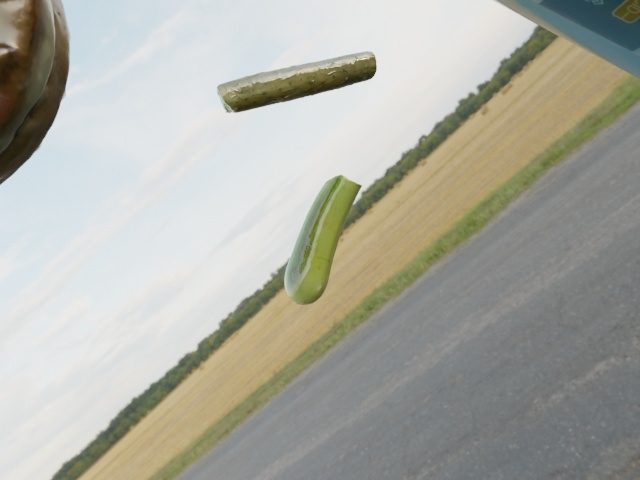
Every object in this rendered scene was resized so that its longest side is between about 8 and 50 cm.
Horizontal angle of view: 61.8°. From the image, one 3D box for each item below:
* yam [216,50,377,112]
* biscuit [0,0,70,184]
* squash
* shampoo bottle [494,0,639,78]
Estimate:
[{"bbox_3d":[-0.048,-0.363,1.218,0.372,0.083,0.083,-18,-7,-11],"label":"yam"},{"bbox_3d":[-0.374,-0.169,0.432,0.332,0.332,0.103,-43,0,0],"label":"biscuit"},{"bbox_3d":[0.000,0.000,0.977,0.083,0.083,0.250,-32,-37,-84],"label":"squash"},{"bbox_3d":[0.305,-0.275,0.365,0.331,0.343,0.331,-64,2,4],"label":"shampoo bottle"}]
